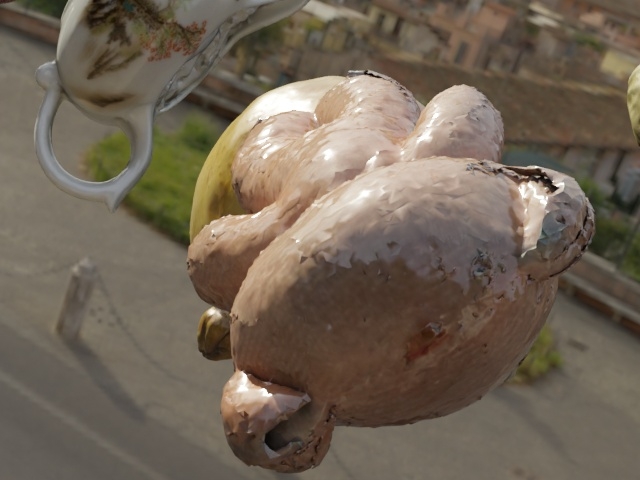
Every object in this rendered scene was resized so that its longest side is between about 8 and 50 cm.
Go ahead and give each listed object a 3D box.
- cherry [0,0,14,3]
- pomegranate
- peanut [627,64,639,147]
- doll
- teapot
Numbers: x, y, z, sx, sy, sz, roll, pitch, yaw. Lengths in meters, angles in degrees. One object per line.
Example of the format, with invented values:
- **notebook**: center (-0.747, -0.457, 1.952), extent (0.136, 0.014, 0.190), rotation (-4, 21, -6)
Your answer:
- **cherry**: center (-0.263, -0.333, 1.178), extent (0.175, 0.250, 0.192), rotation (22, -16, 0)
- **pomegranate**: center (0.000, 0.000, 1.535), extent (0.410, 0.410, 0.410), rotation (19, 19, -7)
- **peanut**: center (0.313, -0.079, 0.985), extent (0.082, 0.082, 0.187), rotation (2, 36, -44)
- **doll**: center (0.035, 0.005, 0.673), extent (0.156, 0.201, 0.303), rotation (54, 8, -23)
- **teapot**: center (-0.128, -0.166, 1.015), extent (0.139, 0.298, 0.204), rotation (43, -4, -2)
